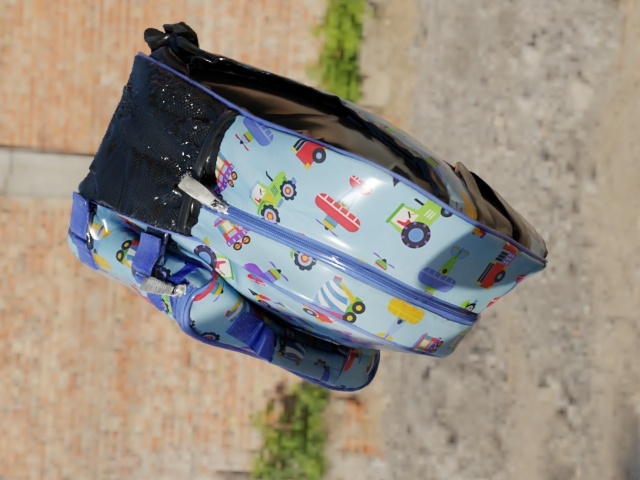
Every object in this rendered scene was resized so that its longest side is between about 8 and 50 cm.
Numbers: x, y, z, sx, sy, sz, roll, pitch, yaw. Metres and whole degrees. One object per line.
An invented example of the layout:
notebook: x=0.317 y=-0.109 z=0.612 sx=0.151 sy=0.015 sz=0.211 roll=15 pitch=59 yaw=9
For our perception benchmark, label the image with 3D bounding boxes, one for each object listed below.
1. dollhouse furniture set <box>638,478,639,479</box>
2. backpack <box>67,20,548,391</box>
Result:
dollhouse furniture set: x=0.388 y=0.187 z=0.846 sx=0.198 sy=0.303 sz=0.286 roll=-24 pitch=15 yaw=50
backpack: x=0.000 y=0.000 z=0.589 sx=0.158 sy=0.173 sz=0.117 roll=26 pitch=-90 yaw=-52
